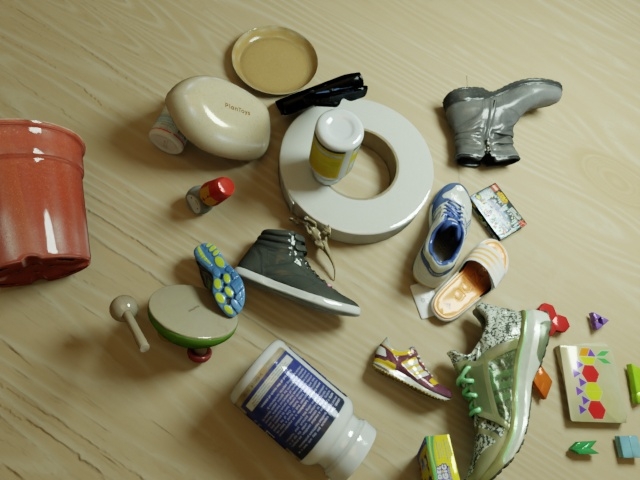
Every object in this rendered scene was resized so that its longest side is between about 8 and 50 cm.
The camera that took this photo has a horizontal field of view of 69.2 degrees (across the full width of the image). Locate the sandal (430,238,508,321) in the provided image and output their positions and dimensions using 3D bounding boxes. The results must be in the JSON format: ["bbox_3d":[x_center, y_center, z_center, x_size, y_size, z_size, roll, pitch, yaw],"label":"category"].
[{"bbox_3d":[0.370,0.091,1.093,0.102,0.076,0.265,45,68,9],"label":"sandal"}]

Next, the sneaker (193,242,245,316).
[{"bbox_3d":[-0.216,0.087,1.005,0.067,0.078,0.188,-25,58,-21],"label":"sneaker"}]

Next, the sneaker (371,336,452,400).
[{"bbox_3d":[0.207,0.278,1.004,0.185,0.069,0.084,26,73,2],"label":"sneaker"}]

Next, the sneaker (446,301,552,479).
[{"bbox_3d":[0.347,0.308,0.992,0.182,0.158,0.410,20,62,16],"label":"sneaker"}]

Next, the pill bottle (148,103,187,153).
[{"bbox_3d":[-0.348,-0.299,1.141,0.087,0.087,0.160,20,67,0],"label":"pill bottle"}]

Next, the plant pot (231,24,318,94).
[{"bbox_3d":[-0.124,-0.491,1.277,0.236,0.032,0.236,3,69,-7],"label":"plant pot"}]

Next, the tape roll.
[{"bbox_3d":[0.087,-0.179,1.164,0.392,0.072,0.392,3,69,-7],"label":"tape roll"}]

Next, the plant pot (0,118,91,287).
[{"bbox_3d":[-0.597,-0.059,0.933,0.272,0.272,0.265,-14,79,-13],"label":"plant pot"}]

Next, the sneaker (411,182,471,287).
[{"bbox_3d":[0.313,-0.030,1.105,0.112,0.131,0.296,20,64,3],"label":"sneaker"}]

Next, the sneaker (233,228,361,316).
[{"bbox_3d":[-0.033,0.064,1.033,0.296,0.104,0.147,21,73,5],"label":"sneaker"}]

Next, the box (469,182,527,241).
[{"bbox_3d":[0.453,-0.073,1.197,0.094,0.027,0.137,-27,75,-18],"label":"box"}]

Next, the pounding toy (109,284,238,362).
[{"bbox_3d":[-0.292,0.186,0.942,0.237,0.110,0.183,1,29,-44],"label":"pounding toy"}]

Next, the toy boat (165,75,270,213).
[{"bbox_3d":[-0.250,-0.223,1.088,0.267,0.148,0.318,17,67,-39],"label":"toy boat"}]

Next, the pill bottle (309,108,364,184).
[{"bbox_3d":[0.029,-0.197,1.025,0.103,0.184,0.103,3,69,-7],"label":"pill bottle"}]

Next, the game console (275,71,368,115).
[{"bbox_3d":[0.022,-0.351,1.099,0.213,0.361,0.044,-24,111,-8],"label":"game console"}]

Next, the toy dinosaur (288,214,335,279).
[{"bbox_3d":[0.000,0.000,1.071,0.053,0.092,0.183,-36,81,-14],"label":"toy dinosaur"}]

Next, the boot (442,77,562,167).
[{"bbox_3d":[0.509,-0.307,1.264,0.338,0.118,0.222,-9,73,0],"label":"boot"}]

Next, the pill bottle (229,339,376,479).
[{"bbox_3d":[-0.032,0.332,0.904,0.265,0.153,0.153,38,69,8],"label":"pill bottle"}]

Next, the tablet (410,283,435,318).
[{"bbox_3d":[0.250,0.139,1.098,0.054,0.006,0.083,-14,71,-13],"label":"tablet"}]

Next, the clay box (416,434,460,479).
[{"bbox_3d":[0.230,0.492,0.857,0.053,0.127,0.222,-4,50,0],"label":"clay box"}]

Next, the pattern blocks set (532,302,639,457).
[{"bbox_3d":[0.620,0.322,1.067,0.285,0.026,0.324,12,68,-3],"label":"pattern blocks set"}]
